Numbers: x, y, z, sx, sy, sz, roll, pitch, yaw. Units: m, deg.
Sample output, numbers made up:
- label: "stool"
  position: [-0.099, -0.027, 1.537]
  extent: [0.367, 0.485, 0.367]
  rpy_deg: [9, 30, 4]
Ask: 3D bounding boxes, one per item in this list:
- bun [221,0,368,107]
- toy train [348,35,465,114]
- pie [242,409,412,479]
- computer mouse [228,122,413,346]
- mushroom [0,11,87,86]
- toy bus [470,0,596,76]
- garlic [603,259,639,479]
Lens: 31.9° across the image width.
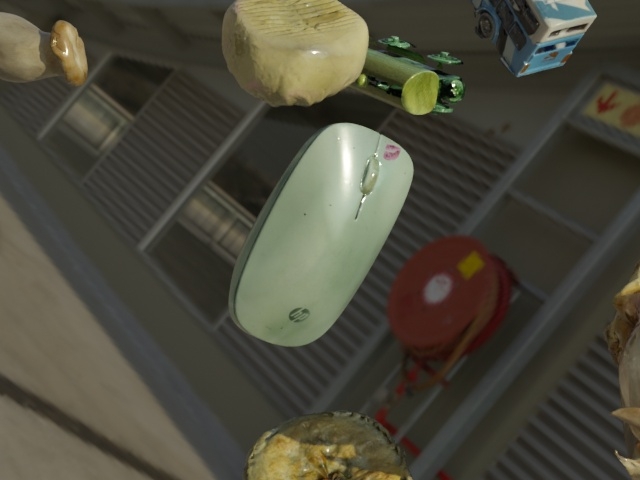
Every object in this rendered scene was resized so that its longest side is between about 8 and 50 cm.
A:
- label: "bun"
  position: [-0.034, -0.257, 1.526]
  extent: [0.178, 0.193, 0.128]
  rpy_deg: [50, -35, 38]
- label: "toy train"
  position: [0.150, -0.339, 2.232]
  extent: [0.189, 0.126, 0.307]
  rpy_deg: [4, 18, -37]
- label: "pie"
  position: [0.011, 0.376, 1.804]
  extent: [0.274, 0.274, 0.055]
  rpy_deg: [38, -36, 39]
- label: "computer mouse"
  position: [0.002, 0.004, 1.324]
  extent: [0.159, 0.288, 0.097]
  rpy_deg: [24, 18, -30]
- label: "mushroom"
  position: [-0.418, -0.270, 1.582]
  extent: [0.213, 0.097, 0.088]
  rpy_deg: [10, 3, 32]
- label: "toy bus"
  position: [0.261, -0.384, 1.579]
  extent: [0.297, 0.106, 0.131]
  rpy_deg: [64, -27, 17]
- label: "garlic"
  position: [0.482, 0.195, 1.544]
  extent: [0.249, 0.286, 0.313]
  rpy_deg: [28, 31, -14]
